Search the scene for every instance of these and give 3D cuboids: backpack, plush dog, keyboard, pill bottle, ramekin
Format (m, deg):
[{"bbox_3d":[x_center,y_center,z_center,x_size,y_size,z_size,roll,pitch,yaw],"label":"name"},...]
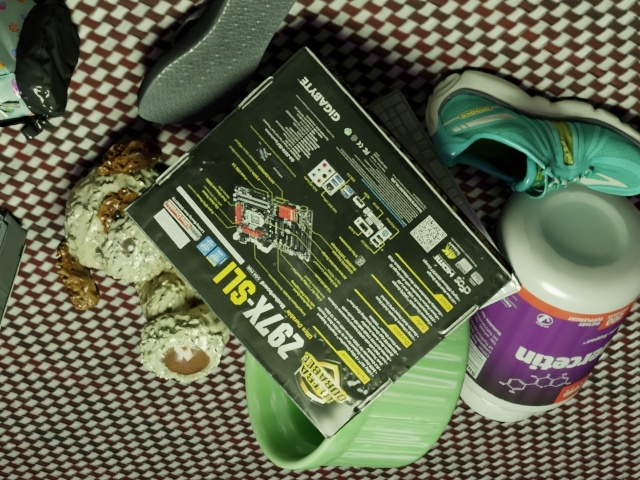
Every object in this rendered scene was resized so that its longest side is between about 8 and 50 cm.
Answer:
[{"bbox_3d":[-0.342,-0.179,1.746,0.182,0.152,0.115,-3,128,10],"label":"backpack"},{"bbox_3d":[-0.177,-0.008,1.968,0.225,0.211,0.262,24,111,-8],"label":"plush dog"},{"bbox_3d":[0.124,-0.041,1.897,0.072,0.014,0.256,-26,99,39],"label":"keyboard"},{"bbox_3d":[0.256,0.080,2.044,0.181,0.182,0.323,7,143,-9],"label":"pill bottle"},{"bbox_3d":[0.043,0.119,2.011,0.148,0.303,0.303,11,143,-26],"label":"ramekin"}]

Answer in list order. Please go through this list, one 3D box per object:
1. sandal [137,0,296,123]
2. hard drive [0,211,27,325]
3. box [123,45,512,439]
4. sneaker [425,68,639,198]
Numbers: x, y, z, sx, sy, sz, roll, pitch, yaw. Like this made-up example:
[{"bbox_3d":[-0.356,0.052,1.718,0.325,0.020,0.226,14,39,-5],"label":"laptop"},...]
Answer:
[{"bbox_3d":[-0.098,-0.208,1.773,0.097,0.054,0.254,18,131,-34],"label":"sandal"},{"bbox_3d":[-0.506,0.110,2.039,0.339,0.237,0.064,-23,128,27],"label":"hard drive"},{"bbox_3d":[0.000,0.000,1.799,0.257,0.079,0.322,-42,90,10],"label":"box"},{"bbox_3d":[0.235,-0.088,1.876,0.275,0.110,0.107,13,142,-18],"label":"sneaker"}]
